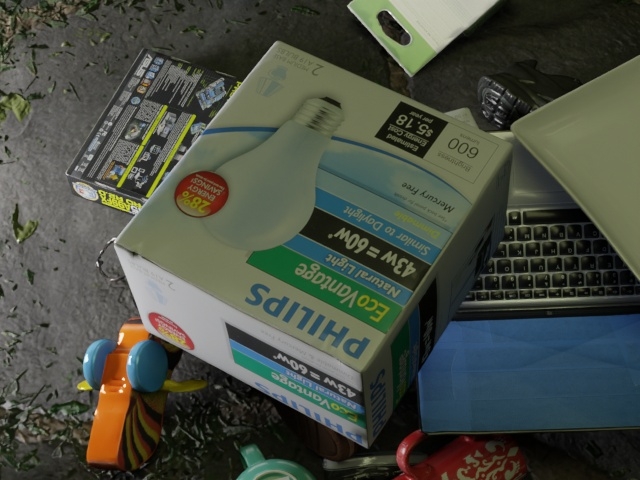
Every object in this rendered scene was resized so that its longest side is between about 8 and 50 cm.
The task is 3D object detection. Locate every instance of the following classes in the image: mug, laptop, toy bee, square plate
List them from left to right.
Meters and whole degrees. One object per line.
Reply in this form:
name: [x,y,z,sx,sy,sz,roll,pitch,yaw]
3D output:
toy bee: [-0.230,0.168,1.762,0.195,0.162,0.298,23,92,32]
mug: [-0.068,0.343,1.668,0.158,0.097,0.129,28,63,17]
mug: [0.176,0.306,1.660,0.169,0.150,0.113,-31,53,-21]
laptop: [0.311,0.038,1.705,0.382,0.236,0.408,-2,87,3]
square plate: [0.492,-0.106,1.739,0.347,0.049,0.344,-28,61,-12]

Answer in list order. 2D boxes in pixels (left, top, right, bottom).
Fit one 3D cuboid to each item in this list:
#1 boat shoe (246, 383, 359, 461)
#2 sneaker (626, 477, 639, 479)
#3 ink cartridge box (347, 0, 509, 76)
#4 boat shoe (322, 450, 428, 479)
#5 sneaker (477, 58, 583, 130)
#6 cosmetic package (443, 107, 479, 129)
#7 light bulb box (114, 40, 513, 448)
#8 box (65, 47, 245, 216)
boat shoe: [-0.021,0.192,1.753,0.095,0.095,0.257,-26,51,-31]
sneaker: [0.271,0.407,1.627,0.410,0.158,0.182,-13,28,-4]
ink cartridge box: [0.188,-0.401,2.123,0.235,0.056,0.171,-42,79,6]
boat shoe: [0.074,0.306,1.723,0.142,0.049,0.040,-4,89,-2]
sneaker: [0.380,-0.189,1.984,0.130,0.109,0.286,-36,66,-25]
cosmetic package: [0.211,-0.077,1.928,0.117,0.085,0.231,-18,59,-8]
light bulb box: [0.000,0.000,1.616,0.358,0.225,0.361,26,64,19]
box: [-0.237,-0.157,2.003,0.216,0.060,0.270,19,61,12]
